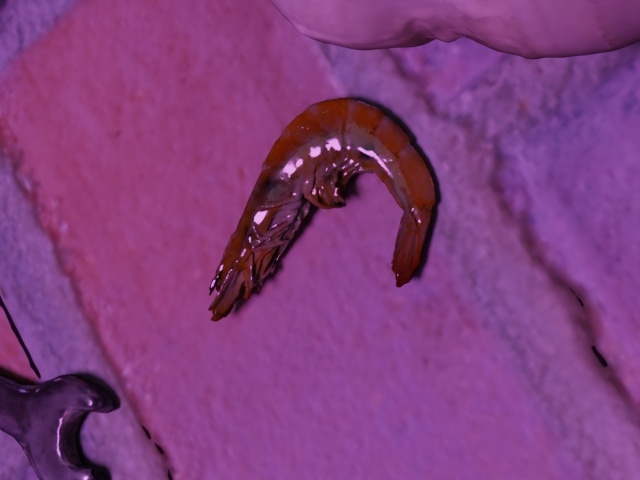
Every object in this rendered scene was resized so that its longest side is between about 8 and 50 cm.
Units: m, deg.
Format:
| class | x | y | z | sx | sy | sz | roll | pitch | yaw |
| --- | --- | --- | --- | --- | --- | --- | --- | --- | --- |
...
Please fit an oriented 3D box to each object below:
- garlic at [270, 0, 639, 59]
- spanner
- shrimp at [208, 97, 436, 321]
| class | x | y | z | sx | sy | sz | roll | pitch | yaw |
| --- | --- | --- | --- | --- | --- | --- | --- | --- | --- |
| garlic | 0.087 | -0.163 | 0.487 | 0.281 | 0.203 | 0.184 | -36 | 89 | 19 |
| spanner | -0.197 | 0.053 | 0.731 | 0.254 | 0.015 | 0.054 | 21 | 99 | 28 |
| shrimp | 0.000 | 0.000 | 0.622 | 0.083 | 0.023 | 0.114 | 40 | 102 | 22 |
